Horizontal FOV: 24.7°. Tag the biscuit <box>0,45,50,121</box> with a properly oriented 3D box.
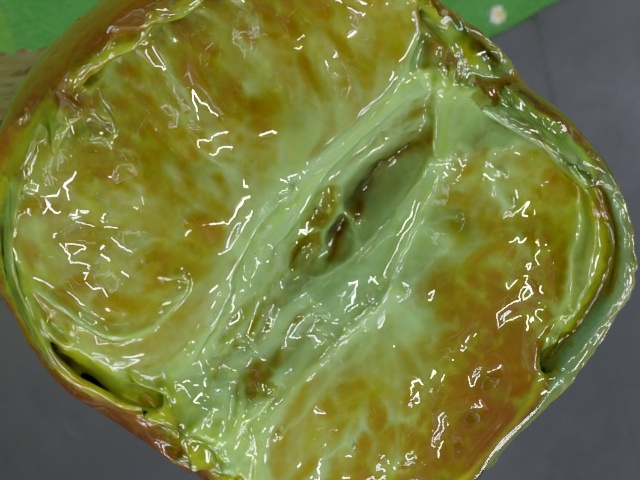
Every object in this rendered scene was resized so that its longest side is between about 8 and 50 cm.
[{"bbox_3d":[-0.183,-0.082,0.992,0.217,0.325,0.044,-65,146,-58],"label":"biscuit"}]

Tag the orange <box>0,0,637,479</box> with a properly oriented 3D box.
[{"bbox_3d":[-0.002,-0.005,0.745,0.334,0.196,0.262,35,108,-19],"label":"orange"}]
